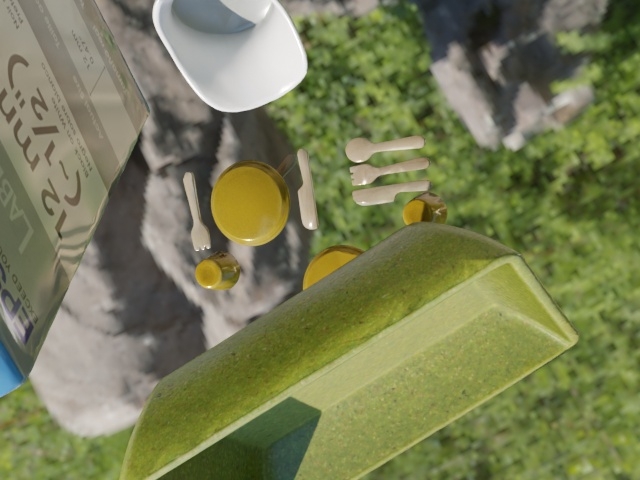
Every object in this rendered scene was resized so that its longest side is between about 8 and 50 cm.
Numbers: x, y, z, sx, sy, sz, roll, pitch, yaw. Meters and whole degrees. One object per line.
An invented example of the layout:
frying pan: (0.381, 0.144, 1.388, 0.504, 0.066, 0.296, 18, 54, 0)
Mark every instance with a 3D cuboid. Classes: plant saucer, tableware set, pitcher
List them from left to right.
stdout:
pitcher: (-0.081, -0.214, 1.028, 0.126, 0.207, 0.177, -22, 136, 17)
tableware set: (0.000, 0.000, 0.848, 0.154, 0.104, 0.024, -9, 180, 21)
plant saucer: (0.013, 0.059, 0.684, 0.188, 0.045, 0.188, -32, 158, 7)

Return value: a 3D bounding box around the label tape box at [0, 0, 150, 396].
label tape box: (-0.186, -0.063, 0.539, 0.115, 0.249, 0.347, -19, -155, 13)
